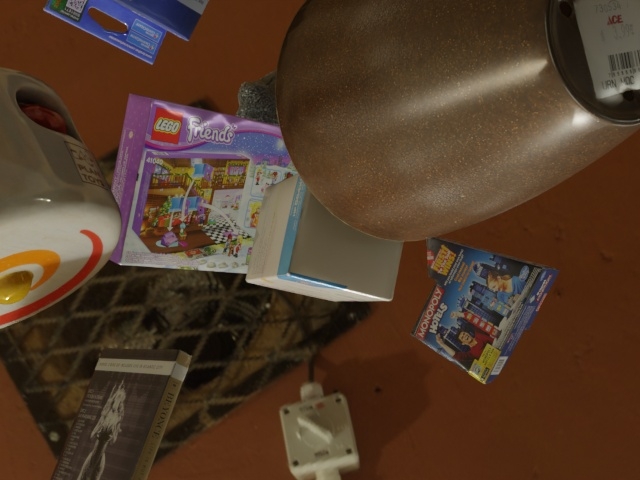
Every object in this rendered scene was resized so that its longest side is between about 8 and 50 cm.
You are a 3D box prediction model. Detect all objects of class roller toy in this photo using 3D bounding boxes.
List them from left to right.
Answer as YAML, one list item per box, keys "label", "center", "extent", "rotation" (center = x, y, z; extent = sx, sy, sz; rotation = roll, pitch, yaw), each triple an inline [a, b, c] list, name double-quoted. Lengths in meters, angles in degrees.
- label: "roller toy"
  center: [-0.251, -0.019, 0.684]
  extent: [0.191, 0.209, 0.146]
  rotation: [-19, -110, -34]

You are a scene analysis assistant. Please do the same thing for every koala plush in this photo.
- label: "koala plush"
  center: [-0.010, -0.219, 1.548]
  extent: [0.221, 0.203, 0.196]
  rotation: [-19, -90, 18]

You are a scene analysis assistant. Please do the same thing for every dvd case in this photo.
- label: "dvd case"
  center: [-0.189, 0.198, 0.798]
  extent: [0.164, 0.018, 0.221]
  rotation: [-9, -122, 55]

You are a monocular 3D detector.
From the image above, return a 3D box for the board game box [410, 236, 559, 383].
- label: "board game box"
  center: [0.226, 0.082, 1.411]
  extent: [0.194, 0.060, 0.194]
  rotation: [34, -74, 35]

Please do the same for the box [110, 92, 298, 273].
- label: "box"
  center: [-0.129, -0.062, 1.204]
  extent: [0.057, 0.293, 0.201]
  rotation: [19, -81, 45]

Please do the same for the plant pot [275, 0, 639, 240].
- label: "plant pot"
  center: [0.115, -0.111, 0.624]
  extent: [0.215, 0.230, 0.215]
  rotation: [1, -93, -28]

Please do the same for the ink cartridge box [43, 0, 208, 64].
- label: "ink cartridge box"
  center: [-0.195, -0.383, 1.166]
  extent: [0.065, 0.186, 0.311]
  rotation: [36, -81, 39]

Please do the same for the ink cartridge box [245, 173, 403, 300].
- label: "ink cartridge box"
  center: [0.000, 0.000, 0.796]
  extent: [0.092, 0.143, 0.090]
  rotation: [14, -98, -19]
